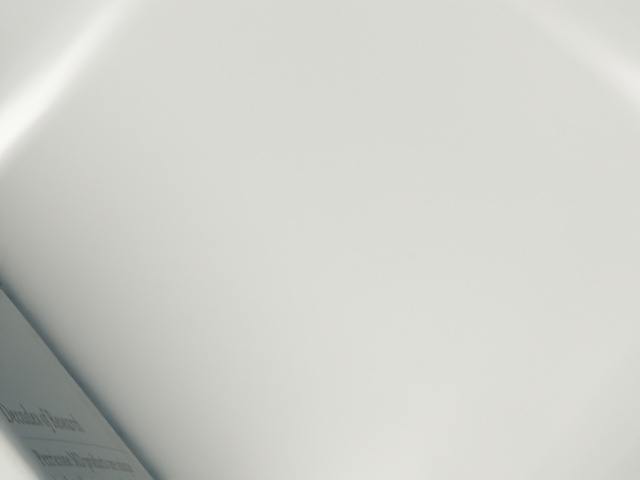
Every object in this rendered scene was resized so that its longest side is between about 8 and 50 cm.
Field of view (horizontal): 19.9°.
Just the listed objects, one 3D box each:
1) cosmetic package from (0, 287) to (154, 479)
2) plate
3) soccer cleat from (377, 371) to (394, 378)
[{"bbox_3d":[-0.147,0.108,0.461,0.217,0.156,0.385,-42,81,-2],"label":"cosmetic package"},{"bbox_3d":[0.000,0.000,0.562,0.277,0.045,0.278,40,88,12],"label":"plate"},{"bbox_3d":[-0.040,0.102,0.611,0.068,0.076,0.196,38,91,-19],"label":"soccer cleat"}]
